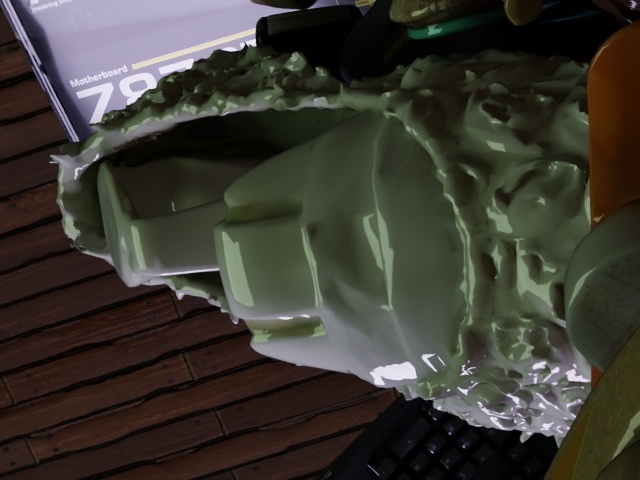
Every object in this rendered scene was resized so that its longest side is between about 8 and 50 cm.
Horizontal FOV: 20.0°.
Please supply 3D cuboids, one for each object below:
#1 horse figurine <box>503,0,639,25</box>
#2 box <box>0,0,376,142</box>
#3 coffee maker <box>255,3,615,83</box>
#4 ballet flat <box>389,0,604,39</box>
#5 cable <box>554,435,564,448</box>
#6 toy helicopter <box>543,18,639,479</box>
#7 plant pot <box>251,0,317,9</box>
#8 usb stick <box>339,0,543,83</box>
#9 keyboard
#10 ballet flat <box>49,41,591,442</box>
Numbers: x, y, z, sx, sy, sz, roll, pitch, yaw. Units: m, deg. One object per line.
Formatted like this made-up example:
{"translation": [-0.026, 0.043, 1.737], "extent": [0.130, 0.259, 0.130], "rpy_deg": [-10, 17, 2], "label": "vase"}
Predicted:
{"translation": [0.054, -0.187, 0.598], "extent": [0.174, 0.066, 0.263], "rpy_deg": [-96, -14, -49], "label": "horse figurine"}
{"translation": [-0.028, -0.171, 1.486], "extent": [0.097, 0.395, 0.318], "rpy_deg": [-99, -9, -49], "label": "box"}
{"translation": [0.065, -0.068, 0.925], "extent": [0.171, 0.178, 0.120], "rpy_deg": [-100, -10, -55], "label": "coffee maker"}
{"translation": [0.072, -0.119, 0.730], "extent": [0.206, 0.073, 0.067], "rpy_deg": [-25, -73, -71], "label": "ballet flat"}
{"translation": [0.159, 0.106, 0.815], "extent": [0.257, 0.089, 0.257], "rpy_deg": [-18, -89, -83], "label": "cable"}
{"translation": [0.068, 0.090, 0.510], "extent": [0.355, 0.140, 0.235], "rpy_deg": [136, 146, -68], "label": "toy helicopter"}
{"translation": [0.031, -0.235, 0.964], "extent": [0.237, 0.110, 0.237], "rpy_deg": [9, -90, -81], "label": "plant pot"}
{"translation": [0.083, -0.037, 0.767], "extent": [0.045, 0.077, 0.278], "rpy_deg": [27, -164, -34], "label": "usb stick"}
{"translation": [0.106, 0.212, 0.973], "extent": [0.317, 0.201, 0.033], "rpy_deg": [44, -178, -27], "label": "keyboard"}
{"translation": [0.000, 0.000, 0.711], "extent": [0.409, 0.147, 0.147], "rpy_deg": [12, 125, 62], "label": "ballet flat"}
